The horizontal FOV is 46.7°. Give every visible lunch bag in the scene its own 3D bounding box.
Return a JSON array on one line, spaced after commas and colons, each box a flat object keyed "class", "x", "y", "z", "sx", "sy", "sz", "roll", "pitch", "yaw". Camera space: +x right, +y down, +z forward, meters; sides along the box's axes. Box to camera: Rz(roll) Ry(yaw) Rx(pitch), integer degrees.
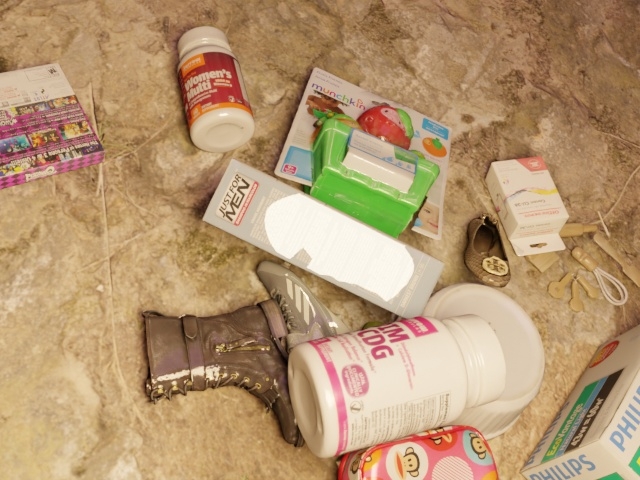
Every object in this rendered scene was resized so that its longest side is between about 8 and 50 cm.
[{"class": "lunch bag", "x": 0.142, "y": 0.425, "z": 1.057, "sx": 0.258, "sy": 0.120, "sz": 0.293, "roll": -5, "pitch": 75, "yaw": -24}]

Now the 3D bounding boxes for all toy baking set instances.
[{"class": "toy baking set", "x": 0.543, "y": 0.050, "z": 1.535, "sx": 0.256, "sy": 0.030, "sz": 0.197, "roll": -8, "pitch": 69, "yaw": -19}]

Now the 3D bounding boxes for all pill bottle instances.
[{"class": "pill bottle", "x": -0.201, "y": -0.285, "z": 1.387, "sx": 0.121, "sy": 0.121, "sz": 0.221, "roll": -4, "pitch": 62, "yaw": -24}, {"class": "pill bottle", "x": 0.109, "y": 0.197, "z": 1.059, "sx": 0.283, "sy": 0.160, "sz": 0.160, "roll": -10, "pitch": 64, "yaw": -20}]

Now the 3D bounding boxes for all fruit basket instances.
[{"class": "fruit basket", "x": 0.105, "y": -0.184, "z": 1.424, "sx": 0.327, "sy": 0.165, "sz": 0.353, "roll": 23, "pitch": 51, "yaw": -7}]

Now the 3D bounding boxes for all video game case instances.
[{"class": "video game case", "x": -0.516, "y": -0.194, "z": 1.254, "sx": 0.232, "sy": 0.042, "sz": 0.210, "roll": -21, "pitch": 69, "yaw": -31}]

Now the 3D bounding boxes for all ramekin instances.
[{"class": "ramekin", "x": 0.258, "y": 0.197, "z": 1.267, "sx": 0.272, "sy": 0.127, "sz": 0.273, "roll": 10, "pitch": 57, "yaw": -16}]

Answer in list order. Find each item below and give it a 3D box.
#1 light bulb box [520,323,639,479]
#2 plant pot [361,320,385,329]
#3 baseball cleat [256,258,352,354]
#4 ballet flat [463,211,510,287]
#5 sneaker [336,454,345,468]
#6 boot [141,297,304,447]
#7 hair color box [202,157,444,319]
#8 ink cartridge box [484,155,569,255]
[{"class": "light bulb box", "x": 0.600, "y": 0.368, "z": 1.236, "sx": 0.361, "sy": 0.225, "sz": 0.358, "roll": 44, "pitch": 55, "yaw": 7}, {"class": "plant pot", "x": 0.088, "y": 0.180, "z": 1.247, "sx": 0.083, "sy": 0.083, "sz": 0.079, "roll": 27, "pitch": 42, "yaw": -4}, {"class": "baseball cleat", "x": -0.043, "y": 0.122, "z": 1.229, "sx": 0.206, "sy": 0.072, "sz": 0.109, "roll": 39, "pitch": 57, "yaw": 7}, {"class": "ballet flat", "x": 0.315, "y": 0.011, "z": 1.385, "sx": 0.084, "sy": 0.058, "sz": 0.250, "roll": 22, "pitch": 27, "yaw": -2}, {"class": "sneaker", "x": 0.097, "y": 0.354, "z": 1.158, "sx": 0.152, "sy": 0.053, "sz": 0.061, "roll": -7, "pitch": 79, "yaw": -23}, {"class": "boot", "x": -0.151, "y": 0.212, "z": 1.133, "sx": 0.228, "sy": 0.091, "sz": 0.263, "roll": -10, "pitch": 63, "yaw": -19}, {"class": "hair color box", "x": 0.000, "y": 0.000, "z": 1.236, "sx": 0.374, "sy": 0.185, "sz": 0.114, "roll": 27, "pitch": 89, "yaw": -5}, {"class": "ink cartridge box", "x": 0.427, "y": -0.072, "z": 1.518, "sx": 0.115, "sy": 0.067, "sz": 0.198, "roll": -9, "pitch": 59, "yaw": -10}]
